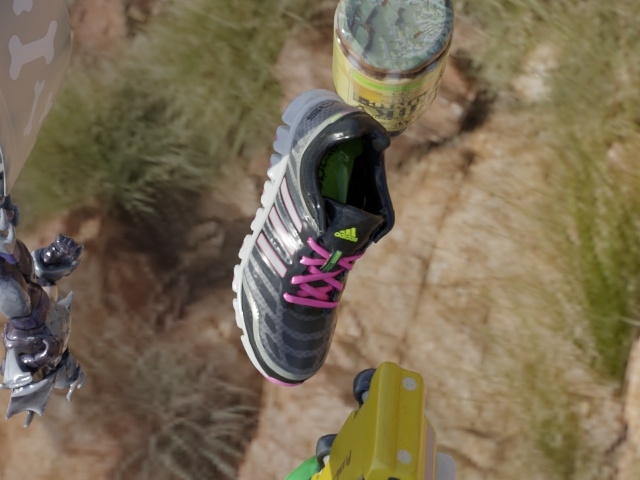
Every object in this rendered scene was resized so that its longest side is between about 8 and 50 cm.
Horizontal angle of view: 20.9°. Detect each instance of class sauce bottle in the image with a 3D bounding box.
[{"bbox_3d":[0.067,-0.169,1.681,0.111,0.344,0.111,0,80,1],"label":"sauce bottle"}]

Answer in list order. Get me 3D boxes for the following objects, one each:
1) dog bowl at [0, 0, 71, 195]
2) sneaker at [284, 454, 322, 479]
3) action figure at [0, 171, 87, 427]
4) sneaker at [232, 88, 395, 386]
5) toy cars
[{"bbox_3d":[-0.293,-0.150,0.973,0.348,0.349,0.102,14,55,32],"label":"dog bowl"},{"bbox_3d":[-0.016,0.320,1.482,0.146,0.134,0.343,30,115,12],"label":"sneaker"},{"bbox_3d":[-0.270,0.044,1.563,0.099,0.285,0.185,-16,41,6],"label":"action figure"},{"bbox_3d":[0.000,0.000,0.970,0.075,0.063,0.170,11,89,59],"label":"sneaker"},{"bbox_3d":[0.019,0.263,1.178,0.087,0.176,0.394,14,102,-9],"label":"toy cars"}]
